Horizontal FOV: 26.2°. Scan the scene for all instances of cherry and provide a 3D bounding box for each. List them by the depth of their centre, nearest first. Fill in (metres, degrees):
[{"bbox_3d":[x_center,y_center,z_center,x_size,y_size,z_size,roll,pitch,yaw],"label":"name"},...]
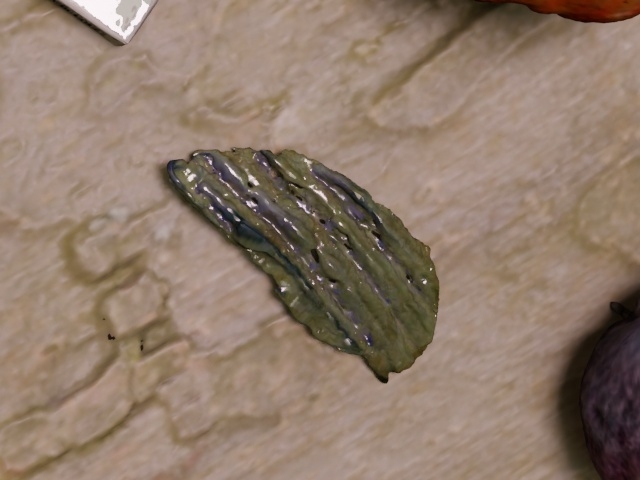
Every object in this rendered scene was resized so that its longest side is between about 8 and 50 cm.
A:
[{"bbox_3d":[0.262,0.102,0.857,0.195,0.195,0.195,-2,96,-17],"label":"cherry"}]

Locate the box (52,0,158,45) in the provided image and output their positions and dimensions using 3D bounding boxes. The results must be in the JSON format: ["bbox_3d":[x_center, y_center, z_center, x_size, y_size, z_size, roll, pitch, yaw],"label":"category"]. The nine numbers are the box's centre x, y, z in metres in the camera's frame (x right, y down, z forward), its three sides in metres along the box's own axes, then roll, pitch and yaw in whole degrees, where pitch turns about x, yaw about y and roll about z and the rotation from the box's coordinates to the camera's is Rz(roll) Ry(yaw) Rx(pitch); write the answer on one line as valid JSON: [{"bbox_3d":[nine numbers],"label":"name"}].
[{"bbox_3d":[-0.176,-0.232,0.770,0.245,0.035,0.139,32,86,-17],"label":"box"}]

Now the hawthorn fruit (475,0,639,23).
[{"bbox_3d":[0.137,-0.257,0.758,0.211,0.210,0.262,-6,121,-16],"label":"hawthorn fruit"}]

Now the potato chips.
[{"bbox_3d":[0.000,0.000,0.850,0.207,0.028,0.092,45,81,-17],"label":"potato chips"}]
